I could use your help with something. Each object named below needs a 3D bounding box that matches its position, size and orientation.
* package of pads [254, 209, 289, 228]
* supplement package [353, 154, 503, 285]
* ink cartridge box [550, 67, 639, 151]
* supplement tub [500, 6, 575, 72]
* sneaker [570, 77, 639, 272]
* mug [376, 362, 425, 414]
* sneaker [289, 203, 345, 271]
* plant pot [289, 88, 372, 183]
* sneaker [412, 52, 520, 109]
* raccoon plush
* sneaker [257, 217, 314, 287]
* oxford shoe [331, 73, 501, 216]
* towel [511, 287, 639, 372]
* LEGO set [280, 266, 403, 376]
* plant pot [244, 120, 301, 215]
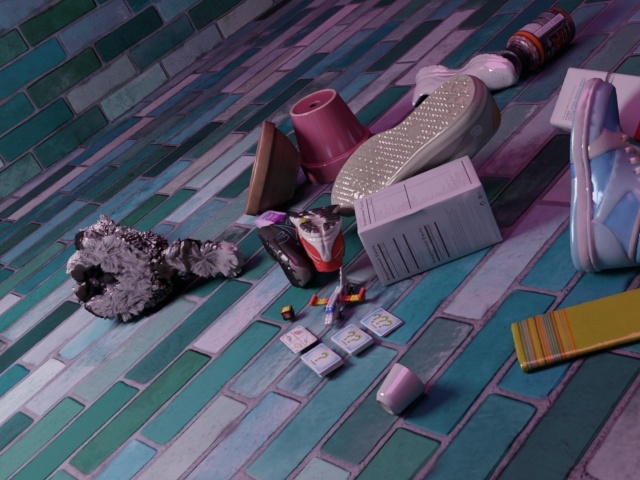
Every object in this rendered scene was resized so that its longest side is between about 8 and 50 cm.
[{"bbox_3d":[-0.114,-0.046,2.045,0.050,0.032,0.083,-44,31,-23],"label":"package of pads"},{"bbox_3d":[0.202,-0.038,1.643,0.244,0.134,0.139,-21,28,10],"label":"supplement package"},{"bbox_3d":[0.581,-0.216,1.528,0.273,0.197,0.114,27,102,58],"label":"ink cartridge box"},{"bbox_3d":[0.541,-0.494,2.154,0.198,0.106,0.106,-39,30,-20],"label":"supplement tub"},{"bbox_3d":[0.513,-0.106,1.371,0.208,0.319,0.127,0,1,30],"label":"sneaker"},{"bbox_3d":[0.121,0.239,1.342,0.062,0.078,0.064,34,70,23],"label":"mug"},{"bbox_3d":[0.000,0.000,1.727,0.107,0.118,0.279,-12,12,3],"label":"sneaker"},{"bbox_3d":[0.018,-0.272,2.155,0.201,0.180,0.201,-21,27,11],"label":"plant pot"},{"bbox_3d":[0.360,-0.379,2.149,0.297,0.111,0.129,-7,49,41],"label":"sneaker"},{"bbox_3d":[-0.396,0.053,2.054,0.446,0.216,0.299,5,16,-1],"label":"raccoon plush"},{"bbox_3d":[-0.056,0.010,1.827,0.106,0.101,0.267,-28,28,-7],"label":"sneaker"},{"bbox_3d":[0.190,-0.167,1.753,0.449,0.130,0.169,-35,46,37],"label":"oxford shoe"},{"bbox_3d":[0.411,0.133,1.296,0.237,0.021,0.102,-18,34,15],"label":"towel"},{"bbox_3d":[0.014,0.141,1.591,0.182,0.060,0.244,-31,27,-15],"label":"LEGO set"},{"bbox_3d":[-0.112,-0.169,2.113,0.109,0.237,0.237,11,29,-7],"label":"plant pot"}]
